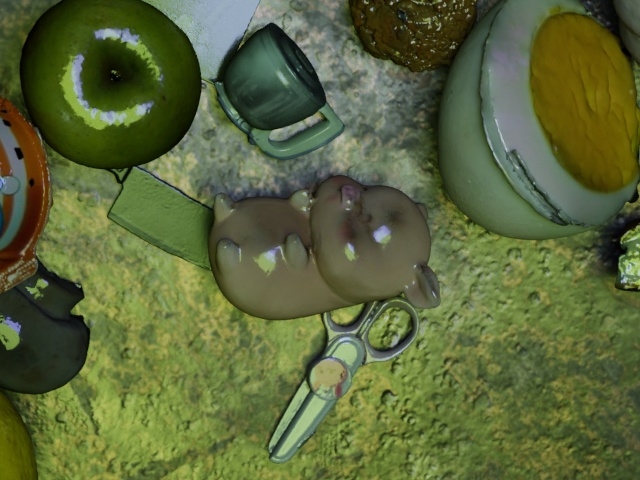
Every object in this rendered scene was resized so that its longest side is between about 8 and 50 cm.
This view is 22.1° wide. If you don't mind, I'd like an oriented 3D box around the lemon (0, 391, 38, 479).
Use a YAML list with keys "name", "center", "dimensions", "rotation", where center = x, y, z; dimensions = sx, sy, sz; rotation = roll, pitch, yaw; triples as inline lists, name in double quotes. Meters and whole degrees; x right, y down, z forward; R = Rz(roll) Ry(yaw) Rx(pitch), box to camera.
- name: "lemon"
  center: [-0.417, 0.271, 1.755]
  dimensions: [0.233, 0.233, 0.288]
  rotation: [4, 106, -8]

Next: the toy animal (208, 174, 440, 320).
- name: "toy animal"
  center: [0.001, 0.012, 1.805]
  dimensions: [0.250, 0.154, 0.166]
  rotation: [-5, 59, 1]

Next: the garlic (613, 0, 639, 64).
- name: "garlic"
  center: [0.413, -0.244, 1.817]
  dimensions: [0.229, 0.178, 0.143]
  rotation: [-3, 136, -39]

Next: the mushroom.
- name: "mushroom"
  center: [-0.340, 0.097, 1.805]
  dimensions: [0.188, 0.117, 0.141]
  rotation: [38, 103, -15]

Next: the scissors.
- name: "scissors"
  center: [0.011, 0.154, 1.891]
  dimensions: [0.118, 0.030, 0.242]
  rotation: [35, 90, -10]

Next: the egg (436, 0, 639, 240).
- name: "egg"
  center: [0.222, -0.134, 1.809]
  dimensions: [0.264, 0.174, 0.286]
  rotation: [25, 64, -36]

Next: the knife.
- name: "knife"
  center: [-0.202, -0.043, 1.842]
  dimensions: [0.245, 0.019, 0.072]
  rotation: [31, 94, -13]

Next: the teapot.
- name: "teapot"
  center: [-0.054, -0.164, 1.816]
  dimensions: [0.108, 0.149, 0.111]
  rotation: [-32, 62, 14]

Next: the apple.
- name: "apple"
  center: [-0.226, -0.168, 1.748]
  dimensions: [0.196, 0.157, 0.196]
  rotation: [0, 92, -10]

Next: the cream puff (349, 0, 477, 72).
- name: "cream puff"
  center: [0.107, -0.266, 1.800]
  dimensions: [0.150, 0.115, 0.165]
  rotation: [-24, 102, 0]

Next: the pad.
- name: "pad"
  center: [-0.171, -0.266, 1.821]
  dimensions: [0.190, 0.004, 0.127]
  rotation: [24, 95, -10]

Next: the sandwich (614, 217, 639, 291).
- name: "sandwich"
  center: [0.453, 0.010, 1.904]
  dimensions: [0.244, 0.088, 0.090]
  rotation: [-4, 90, -3]

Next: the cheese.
- name: "cheese"
  center: [-0.388, -0.100, 1.739]
  dimensions: [0.217, 0.129, 0.329]
  rotation: [-26, 84, 27]
